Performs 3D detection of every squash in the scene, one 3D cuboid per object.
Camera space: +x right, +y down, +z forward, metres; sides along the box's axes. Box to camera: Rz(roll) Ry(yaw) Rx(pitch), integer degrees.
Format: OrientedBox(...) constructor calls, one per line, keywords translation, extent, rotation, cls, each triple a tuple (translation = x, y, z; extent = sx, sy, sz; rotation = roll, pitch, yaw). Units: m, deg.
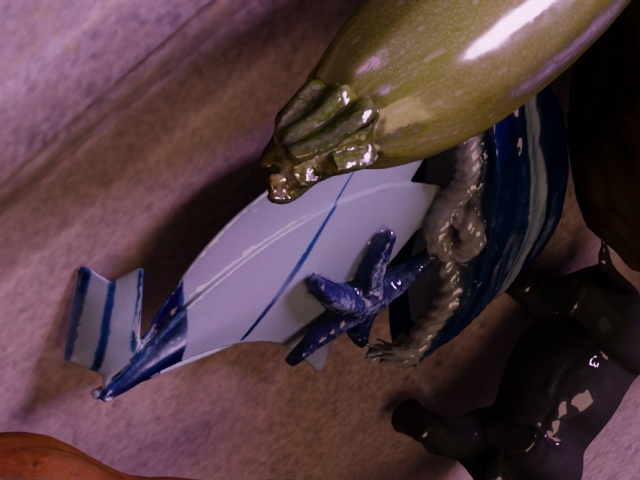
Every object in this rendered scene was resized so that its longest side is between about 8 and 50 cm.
OrientedBox(translation=(0.082, -0.110, 0.862), extent=(0.341, 0.094, 0.094), rotation=(-45, 149, -30), cls="squash")

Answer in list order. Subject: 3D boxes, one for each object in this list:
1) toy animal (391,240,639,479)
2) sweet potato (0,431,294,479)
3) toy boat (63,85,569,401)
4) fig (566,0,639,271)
OrientedBox(translation=(0.132, 0.119, 1.158), extent=(0.245, 0.114, 0.146), rotation=(-52, 146, 5), cls="toy animal")
OrientedBox(translation=(-0.143, 0.146, 0.882), extent=(0.359, 0.112, 0.112), rotation=(9, 117, -55), cls="sweet potato")
OrientedBox(translation=(0.011, 0.016, 0.969), extent=(0.291, 0.070, 0.210), rotation=(-36, 140, -12), cls="toy boat")
OrientedBox(translation=(0.308, -0.007, 0.971), extent=(0.286, 0.369, 0.286), rotation=(-25, 161, -9), cls="fig")
